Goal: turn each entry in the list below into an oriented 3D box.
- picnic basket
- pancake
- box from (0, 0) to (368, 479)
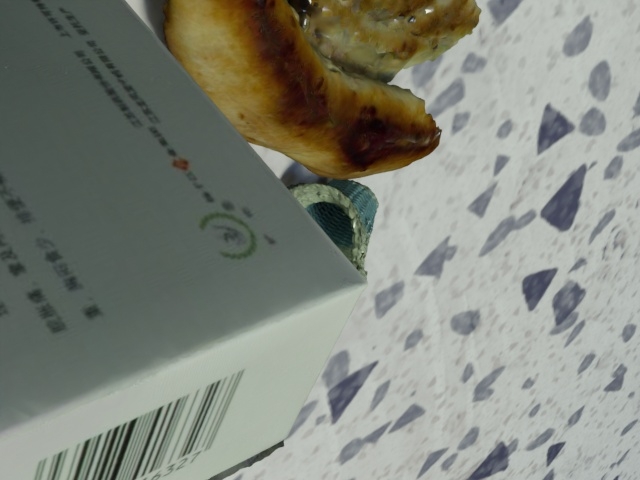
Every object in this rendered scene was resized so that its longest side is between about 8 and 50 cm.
[{"bbox_3d":[0.000,0.000,0.729,0.083,0.065,0.083,-58,158,-31],"label":"picnic basket"},{"bbox_3d":[0.009,-0.111,0.632,0.257,0.056,0.212,-20,136,-39],"label":"pancake"},{"bbox_3d":[-0.161,0.019,0.409,0.299,0.200,0.106,-20,149,-39],"label":"box"}]
